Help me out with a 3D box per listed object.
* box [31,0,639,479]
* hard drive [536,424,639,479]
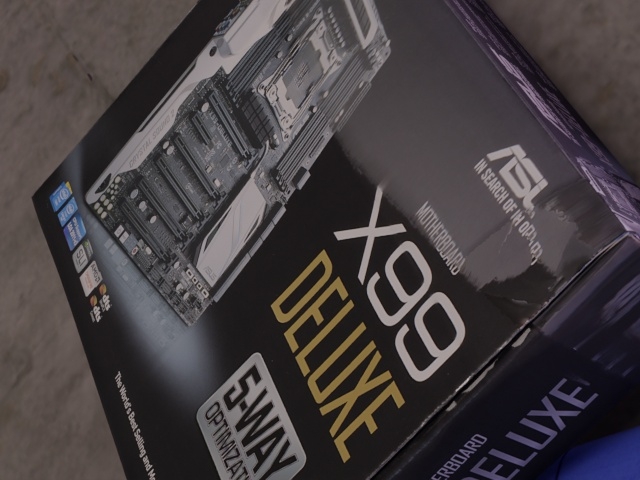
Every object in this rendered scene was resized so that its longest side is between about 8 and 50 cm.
[{"bbox_3d":[0.000,0.000,0.666,0.242,0.076,0.307,-47,42,18],"label":"box"},{"bbox_3d":[0.182,0.106,0.466,0.319,0.040,0.210,-24,22,31],"label":"hard drive"}]
